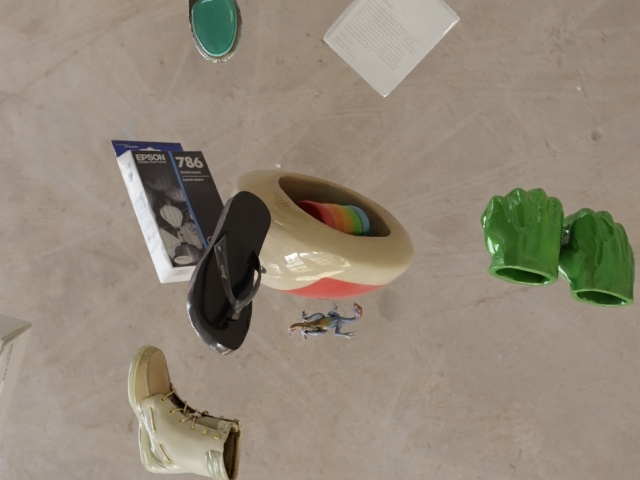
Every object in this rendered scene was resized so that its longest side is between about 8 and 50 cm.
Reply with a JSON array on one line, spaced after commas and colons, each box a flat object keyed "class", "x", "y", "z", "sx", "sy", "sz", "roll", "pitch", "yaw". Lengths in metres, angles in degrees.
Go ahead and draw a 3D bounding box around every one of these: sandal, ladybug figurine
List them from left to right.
[{"class": "sandal", "x": -0.118, "y": 0.031, "z": 0.943, "sx": 0.054, "sy": 0.097, "sz": 0.255, "roll": -27, "pitch": 43, "yaw": 41}, {"class": "ladybug figurine", "x": 0.000, "y": 0.000, "z": 1.278, "sx": 0.305, "sy": 0.449, "sz": 0.162, "roll": 45, "pitch": 114, "yaw": 33}]

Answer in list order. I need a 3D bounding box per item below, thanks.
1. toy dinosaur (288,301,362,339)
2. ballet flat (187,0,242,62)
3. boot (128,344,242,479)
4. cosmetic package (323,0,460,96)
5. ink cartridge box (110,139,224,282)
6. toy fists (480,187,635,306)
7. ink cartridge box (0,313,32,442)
[{"class": "toy dinosaur", "x": 0.012, "y": 0.102, "z": 0.911, "sx": 0.090, "sy": 0.082, "sz": 0.047, "roll": -1, "pitch": 94, "yaw": 57}, {"class": "ballet flat", "x": -0.139, "y": -0.298, "z": 0.876, "sx": 0.070, "sy": 0.070, "sz": 0.189, "roll": -22, "pitch": 71, "yaw": 30}, {"class": "boot", "x": -0.204, "y": 0.266, "z": 1.055, "sx": 0.165, "sy": 0.077, "sz": 0.213, "roll": 1, "pitch": 103, "yaw": 25}, {"class": "cosmetic package", "x": 0.123, "y": -0.380, "z": 1.208, "sx": 0.151, "sy": 0.151, "sz": 0.183, "roll": 41, "pitch": 111, "yaw": -12}, {"class": "ink cartridge box", "x": -0.279, "y": -0.080, "z": 1.332, "sx": 0.065, "sy": 0.165, "sz": 0.333, "roll": -46, "pitch": 61, "yaw": 41}, {"class": "toy fists", "x": 0.371, "y": 0.008, "z": 1.068, "sx": 0.096, "sy": 0.279, "sz": 0.142, "roll": 146, "pitch": 136, "yaw": -64}, {"class": "ink cartridge box", "x": -0.570, "y": 0.179, "z": 0.954, "sx": 0.272, "sy": 0.114, "sz": 0.197, "roll": 17, "pitch": 95, "yaw": -2}]
